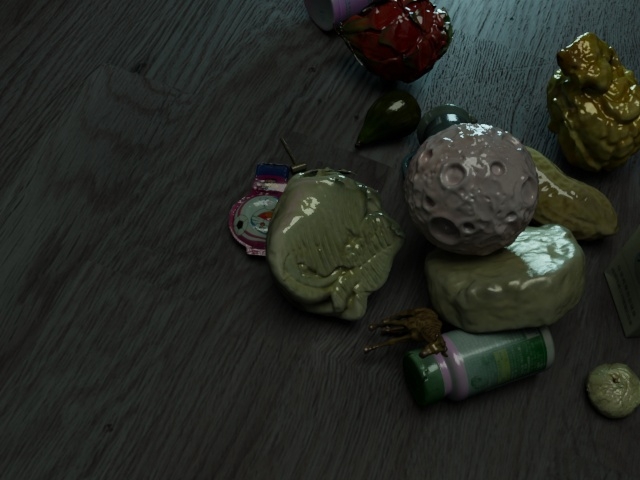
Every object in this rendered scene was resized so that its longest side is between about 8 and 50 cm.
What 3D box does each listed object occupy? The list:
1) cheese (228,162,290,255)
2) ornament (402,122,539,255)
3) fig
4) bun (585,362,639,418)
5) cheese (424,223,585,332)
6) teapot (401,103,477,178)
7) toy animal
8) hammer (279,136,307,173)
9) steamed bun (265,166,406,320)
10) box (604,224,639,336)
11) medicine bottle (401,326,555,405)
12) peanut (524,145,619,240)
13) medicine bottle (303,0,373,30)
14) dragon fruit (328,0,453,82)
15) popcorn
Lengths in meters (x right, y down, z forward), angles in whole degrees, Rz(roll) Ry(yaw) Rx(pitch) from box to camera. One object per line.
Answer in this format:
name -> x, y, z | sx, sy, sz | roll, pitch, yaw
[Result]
cheese -> -0.116, -0.071, 1.764 | 0.155, 0.062, 0.244 | 7, 57, 1
ornament -> 0.284, -0.091, 1.558 | 0.260, 0.259, 0.225 | 30, 57, 13
fig -> 0.145, -0.275, 1.894 | 0.178, 0.117, 0.117 | -29, 64, -5
bun -> 0.578, 0.289, 1.597 | 0.115, 0.069, 0.115 | 3, 59, -5
cheese -> 0.369, 0.065, 1.620 | 0.327, 0.115, 0.318 | -23, 25, -30
teapot -> 0.274, -0.185, 1.797 | 0.203, 0.171, 0.225 | -30, 30, 18
toy animal -> 0.180, 0.173, 1.539 | 0.149, 0.276, 0.054 | -25, 101, -26
hammer -> -0.069, -0.200, 1.875 | 0.036, 0.019, 0.110 | -19, 59, -16
steamed bun -> 0.000, 0.000, 1.646 | 0.268, 0.207, 0.280 | 33, 83, -25
box -> 0.667, 0.065, 1.633 | 0.069, 0.256, 0.164 | -3, 58, -8
medicine bottle -> 0.300, 0.226, 1.573 | 0.274, 0.133, 0.133 | -15, 61, -15
peanut -> 0.503, -0.098, 1.796 | 0.325, 0.140, 0.153 | 31, 19, 6
medicine bottle -> 0.096, -0.651, 2.093 | 0.254, 0.152, 0.152 | -29, 65, -20
dragon fruit -> 0.168, -0.488, 1.967 | 0.293, 0.233, 0.233 | 5, 57, 13
popcorn -> 0.625, -0.318, 1.861 | 0.225, 0.332, 0.265 | -25, 30, 10
